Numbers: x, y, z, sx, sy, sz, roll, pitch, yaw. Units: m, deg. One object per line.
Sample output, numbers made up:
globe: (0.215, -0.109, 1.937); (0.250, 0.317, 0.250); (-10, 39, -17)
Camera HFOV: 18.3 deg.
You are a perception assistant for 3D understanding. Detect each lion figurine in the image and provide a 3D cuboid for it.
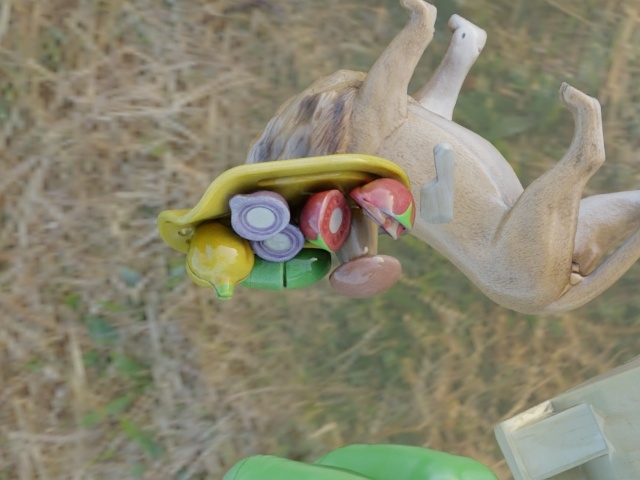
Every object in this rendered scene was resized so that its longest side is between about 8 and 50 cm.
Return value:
lion figurine: (0.111, -0.040, 1.584); (0.392, 0.142, 0.240); (35, 101, 34)

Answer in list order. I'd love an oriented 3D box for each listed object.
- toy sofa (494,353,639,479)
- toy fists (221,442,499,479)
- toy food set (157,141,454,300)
toy sofa: (0.289, 0.124, 1.292); (0.362, 0.177, 0.150); (-33, 81, 60)
toy fists: (0.070, 0.136, 0.561); (0.096, 0.279, 0.142); (-24, 57, 54)
toy food set: (0.000, 0.000, 1.367); (0.218, 0.128, 0.071); (-8, 64, -9)
